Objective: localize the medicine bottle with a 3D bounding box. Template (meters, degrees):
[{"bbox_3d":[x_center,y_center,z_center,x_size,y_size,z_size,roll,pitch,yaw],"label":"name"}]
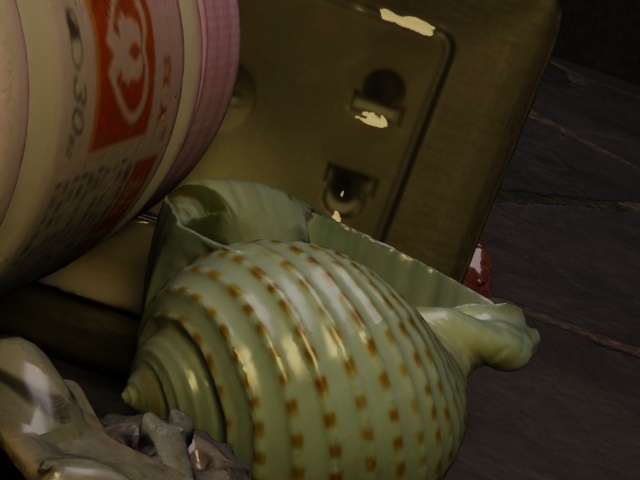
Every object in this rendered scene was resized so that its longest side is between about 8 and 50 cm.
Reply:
[{"bbox_3d":[-0.158,-0.071,0.739,0.202,0.202,0.316,23,13,8],"label":"medicine bottle"}]

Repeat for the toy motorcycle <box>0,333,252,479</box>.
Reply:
[{"bbox_3d":[-0.107,0.096,0.624,0.229,0.094,0.130,-1,29,-36],"label":"toy motorcycle"}]

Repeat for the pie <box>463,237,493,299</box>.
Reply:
[{"bbox_3d":[0.000,0.000,1.077,0.218,0.054,0.204,37,40,-5],"label":"pie"}]

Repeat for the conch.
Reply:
[{"bbox_3d":[-0.005,0.062,0.839,0.200,0.131,0.172,19,10,-41],"label":"conch"}]

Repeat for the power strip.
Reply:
[{"bbox_3d":[-0.042,-0.046,0.947,0.257,0.251,0.092,20,8,-6],"label":"power strip"}]
